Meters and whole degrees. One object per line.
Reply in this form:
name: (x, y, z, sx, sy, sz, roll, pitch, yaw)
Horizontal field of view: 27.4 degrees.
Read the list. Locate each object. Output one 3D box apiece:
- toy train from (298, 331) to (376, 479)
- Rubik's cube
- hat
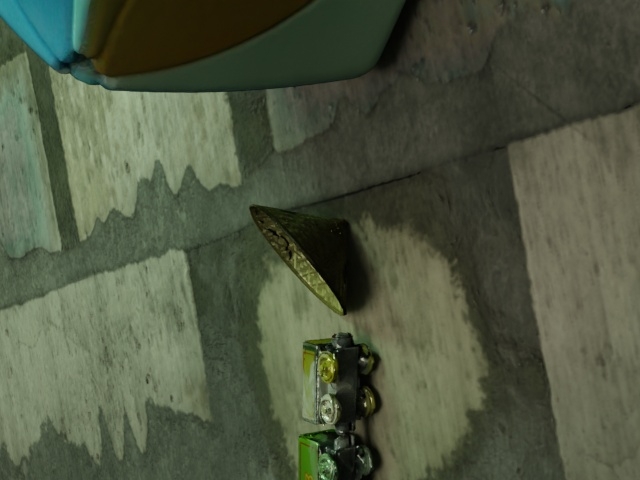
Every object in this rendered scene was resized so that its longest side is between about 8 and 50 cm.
toy train: (0.014, 0.190, 1.315, 0.081, 0.060, 0.202, 9, 101, 57)
Rubik's cube: (-0.114, -0.353, 1.161, 0.351, 0.347, 0.352, 42, 127, 41)
hat: (0.000, 0.000, 1.308, 0.146, 0.067, 0.146, 48, 171, 10)
